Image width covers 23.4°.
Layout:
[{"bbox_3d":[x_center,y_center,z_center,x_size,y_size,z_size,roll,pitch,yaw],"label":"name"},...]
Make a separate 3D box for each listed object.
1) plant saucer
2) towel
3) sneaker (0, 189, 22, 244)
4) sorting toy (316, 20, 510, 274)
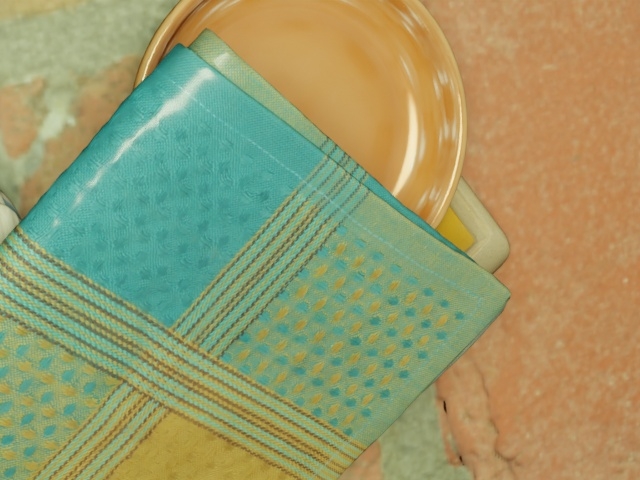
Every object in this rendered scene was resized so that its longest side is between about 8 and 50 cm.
[{"bbox_3d":[-0.014,-0.063,0.873,0.200,0.037,0.200,-3,98,-20],"label":"plant saucer"},{"bbox_3d":[-0.099,0.095,0.829,0.370,0.040,0.271,-47,129,5],"label":"towel"},{"bbox_3d":[-0.217,0.071,0.826,0.085,0.086,0.237,11,110,-36],"label":"sneaker"},{"bbox_3d":[0.000,0.000,0.922,0.193,0.038,0.208,-43,114,-11],"label":"sorting toy"}]
